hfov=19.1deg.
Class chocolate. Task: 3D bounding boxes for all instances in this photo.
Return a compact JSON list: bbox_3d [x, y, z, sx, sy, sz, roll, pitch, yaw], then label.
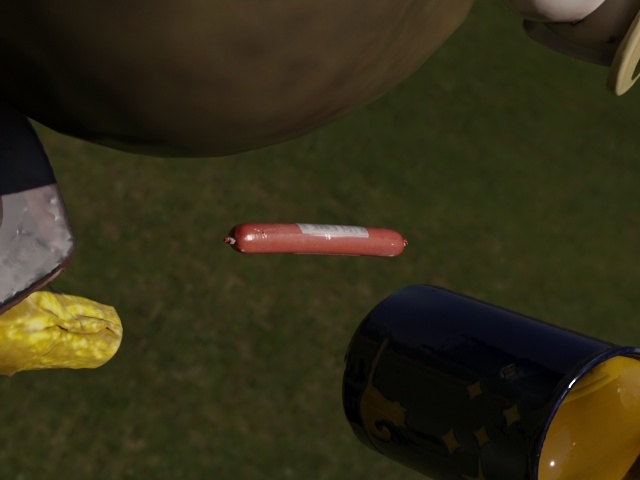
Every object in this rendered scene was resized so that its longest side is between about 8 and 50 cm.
[{"bbox_3d":[-0.401,0.067,2.145,0.445,0.162,0.162,18,21,-45],"label":"chocolate"}]

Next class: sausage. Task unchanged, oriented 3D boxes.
[{"bbox_3d":[0.000,0.000,1.940,0.253,0.034,0.034,3,31,-43],"label":"sausage"}]

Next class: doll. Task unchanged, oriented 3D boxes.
[{"bbox_3d":[0.168,-0.222,1.408,0.208,0.144,0.271,24,12,-32],"label":"doll"}]

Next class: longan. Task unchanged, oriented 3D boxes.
[{"bbox_3d":[-0.080,-0.215,1.129,0.404,0.336,0.404,12,-13,3],"label":"longan"}]

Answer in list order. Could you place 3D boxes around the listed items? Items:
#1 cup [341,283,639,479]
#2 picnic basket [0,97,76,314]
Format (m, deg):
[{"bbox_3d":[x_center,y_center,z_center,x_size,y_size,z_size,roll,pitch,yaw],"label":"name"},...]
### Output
[{"bbox_3d":[0.141,0.182,1.652,0.178,0.255,0.256,22,-3,-44],"label":"cup"},{"bbox_3d":[-0.299,0.007,1.255,0.297,0.222,0.129,-33,22,-36],"label":"picnic basket"}]
